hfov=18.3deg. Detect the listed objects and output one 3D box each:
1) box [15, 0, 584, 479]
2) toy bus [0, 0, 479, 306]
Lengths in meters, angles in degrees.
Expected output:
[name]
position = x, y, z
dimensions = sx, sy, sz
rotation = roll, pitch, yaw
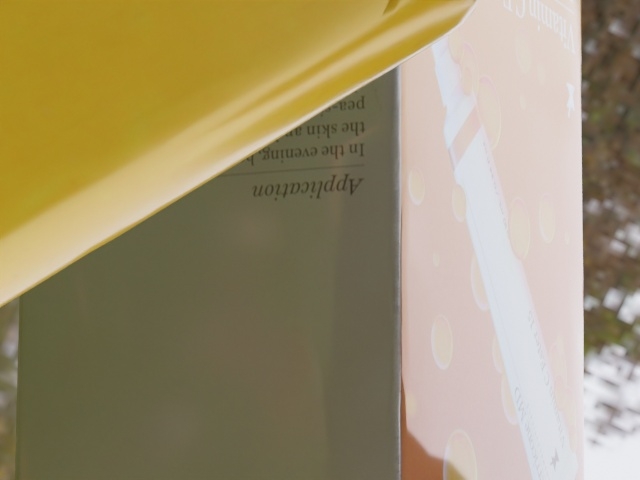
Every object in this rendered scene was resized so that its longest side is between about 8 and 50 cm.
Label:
[box]
position = 0.000, 0.000, 0.832
dimensions = 0.168, 0.215, 0.345
rotation = -3, -99, 25
[toy bus]
position = -0.135, -0.016, 0.453
dimensions = 0.332, 0.108, 0.130
rotation = -32, -164, -20
